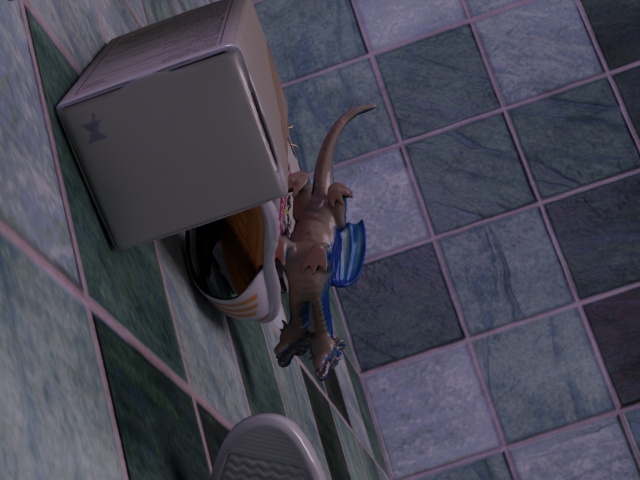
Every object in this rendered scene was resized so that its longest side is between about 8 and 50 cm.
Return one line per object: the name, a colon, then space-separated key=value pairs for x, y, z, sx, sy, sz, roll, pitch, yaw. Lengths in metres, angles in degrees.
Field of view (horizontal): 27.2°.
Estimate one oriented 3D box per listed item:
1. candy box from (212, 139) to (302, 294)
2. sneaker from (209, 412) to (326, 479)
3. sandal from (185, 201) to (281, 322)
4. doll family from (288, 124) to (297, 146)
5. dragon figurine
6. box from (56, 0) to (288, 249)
candy box: x=-0.085 y=-0.069 z=1.420 sx=0.233 sy=0.071 sz=0.159 roll=67 pitch=27 yaw=-51
sneaker: x=-0.029 y=0.217 z=1.032 sx=0.151 sy=0.094 sz=0.255 roll=-87 pitch=169 yaw=-64
sandal: x=-0.092 y=0.008 z=1.248 sx=0.102 sy=0.076 sz=0.265 roll=56 pitch=-16 yaw=22
doll family: x=-0.097 y=-0.152 z=1.616 sx=0.163 sy=0.118 sz=0.263 roll=59 pitch=14 yaw=-71
dragon figurine: x=0.000 y=0.000 z=1.409 sx=0.144 sy=0.085 sz=0.289 roll=69 pitch=30 yaw=-62
box: x=-0.110 y=-0.111 z=1.098 sx=0.311 sy=0.148 sz=0.121 roll=-91 pitch=163 yaw=-72
